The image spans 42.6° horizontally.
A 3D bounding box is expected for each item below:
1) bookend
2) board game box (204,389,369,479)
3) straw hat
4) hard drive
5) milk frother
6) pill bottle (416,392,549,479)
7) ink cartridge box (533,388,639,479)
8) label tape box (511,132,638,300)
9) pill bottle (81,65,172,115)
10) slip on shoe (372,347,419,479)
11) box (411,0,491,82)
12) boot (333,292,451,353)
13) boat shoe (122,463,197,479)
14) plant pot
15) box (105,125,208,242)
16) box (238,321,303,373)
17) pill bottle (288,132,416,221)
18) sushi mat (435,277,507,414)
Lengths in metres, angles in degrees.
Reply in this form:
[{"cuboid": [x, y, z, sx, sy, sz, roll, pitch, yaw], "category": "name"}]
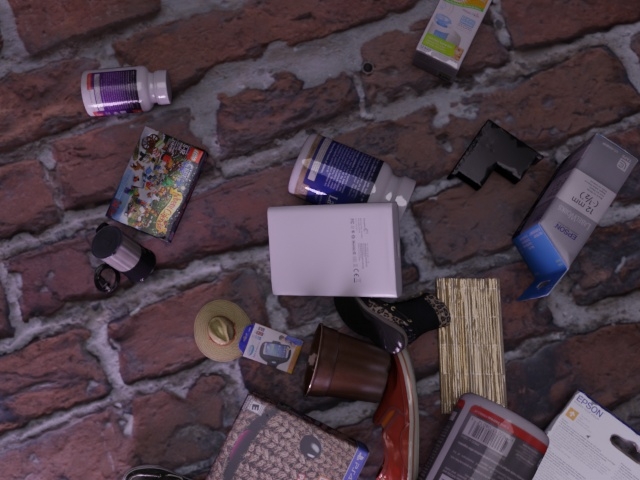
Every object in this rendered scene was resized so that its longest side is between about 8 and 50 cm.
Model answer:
[{"cuboid": [0.405, -0.170, 1.908, 0.157, 0.072, 0.156, 34, 85, 4], "category": "bookend"}, {"cuboid": [-0.074, 0.494, 1.786, 0.291, 0.141, 0.232, 25, 83, 4], "category": "board game box"}, {"cuboid": [-0.227, 0.204, 1.866, 0.144, 0.061, 0.145, 0, 82, 0], "category": "straw hat"}, {"cuboid": [0.028, 0.021, 1.812, 0.307, 0.040, 0.203, -1, 95, 29], "category": "hard drive"}, {"cuboid": [-0.473, 0.047, 1.850, 0.129, 0.135, 0.143, 28, 79, 35], "category": "milk frother"}, {"cuboid": [0.310, 0.524, 1.721, 0.210, 0.210, 0.363, 30, 80, 4], "category": "pill bottle"}, {"cuboid": [0.597, 0.553, 1.790, 0.324, 0.071, 0.330, 38, 84, 15], "category": "ink cartridge box"}, {"cuboid": [0.520, -0.040, 1.801, 0.115, 0.249, 0.348, 36, 84, 4], "category": "label tape box"}, {"cuboid": [-0.450, -0.351, 1.918, 0.193, 0.108, 0.108, -5, 82, 0], "category": "pill bottle"}, {"cuboid": [0.165, 0.384, 1.817, 0.101, 0.123, 0.332, 0, 87, 4], "category": "slip on shoe"}, {"cuboid": [0.310, -0.497, 1.937, 0.114, 0.103, 0.203, 26, 83, 3], "category": "box"}, {"cuboid": [0.160, 0.157, 1.857, 0.178, 0.085, 0.236, -17, 36, -35], "category": "boot"}, {"cuboid": [-0.334, 0.548, 1.815, 0.219, 0.070, 0.078, 12, 82, 2], "category": "boat shoe"}, {"cuboid": [0.059, 0.281, 1.813, 0.165, 0.167, 0.167, 14, 82, -6], "category": "plant pot"}, {"cuboid": [-0.381, -0.131, 1.920, 0.159, 0.044, 0.233, 21, 83, 3], "category": "box"}, {"cuboid": [-0.115, 0.242, 1.865, 0.136, 0.028, 0.081, 22, 83, -10], "category": "box"}, {"cuboid": [0.073, -0.128, 1.863, 0.264, 0.153, 0.153, 22, 83, 4], "category": "pill bottle"}, {"cuboid": [0.345, 0.242, 1.880, 0.151, 0.019, 0.317, -2, 82, -1], "category": "sushi mat"}]
